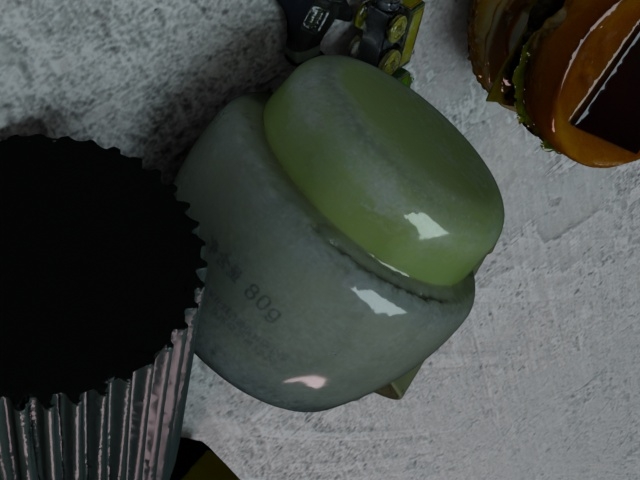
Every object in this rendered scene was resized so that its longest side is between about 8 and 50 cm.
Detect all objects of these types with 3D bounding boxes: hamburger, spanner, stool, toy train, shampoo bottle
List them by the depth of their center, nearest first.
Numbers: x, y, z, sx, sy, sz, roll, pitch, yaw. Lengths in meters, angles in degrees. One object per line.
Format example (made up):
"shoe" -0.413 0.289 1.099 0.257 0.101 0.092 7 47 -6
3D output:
"stool" -0.256 0.116 1.524 0.297 0.297 0.330 -29 150 -25
"spanner" -0.040 -0.265 1.579 0.087 0.024 0.316 -45 148 -4
"shampoo bottle" 0.000 0.000 1.645 0.317 0.322 0.322 -48 150 19
"toy train" 0.064 -0.184 1.756 0.081 0.060 0.202 -39 153 -42
"hamburger" 0.299 -0.232 1.824 0.291 0.225 0.291 -24 137 -24

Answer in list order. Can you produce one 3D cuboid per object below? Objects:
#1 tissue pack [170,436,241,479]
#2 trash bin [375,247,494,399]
"tissue pack" -0.150 0.429 1.874 0.253 0.416 0.264 -54 148 13
"trash bin" 0.094 0.037 1.925 0.247 0.121 0.243 -60 152 -16
